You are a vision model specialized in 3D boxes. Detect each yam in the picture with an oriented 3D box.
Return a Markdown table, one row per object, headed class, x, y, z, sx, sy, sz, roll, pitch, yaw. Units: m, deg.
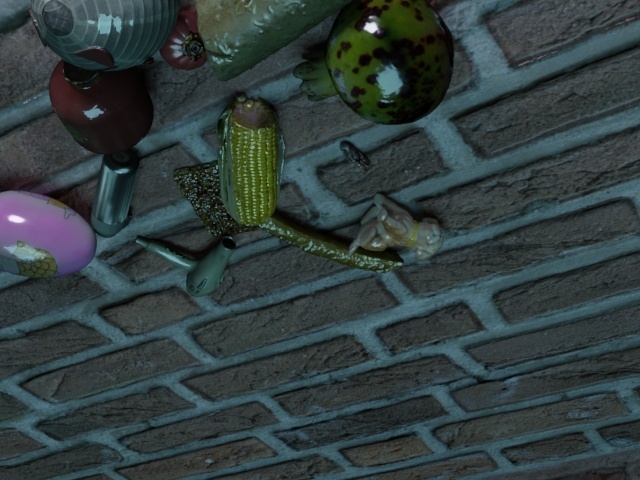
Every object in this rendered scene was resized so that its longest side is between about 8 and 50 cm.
| class | x | y | z | sx | sy | sz | roll | pitch | yaw |
| --- | --- | --- | --- | --- | --- | --- | --- | --- | --- |
| yam | -0.089 | -0.402 | 1.523 | 0.304 | 0.168 | 0.168 | -25 | 133 | 29 |

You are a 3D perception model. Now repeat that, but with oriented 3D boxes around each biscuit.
| class | x | y | z | sx | sy | sz | roll | pitch | yaw |
| --- | --- | --- | --- | --- | --- | --- | --- | --- | --- |
| biscuit | -0.232 | -0.088 | 2.026 | 0.131 | 0.025 | 0.231 | -11 | 139 | 17 |

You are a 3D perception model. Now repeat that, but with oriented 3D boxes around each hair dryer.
| class | x | y | z | sx | sy | sz | roll | pitch | yaw |
| --- | --- | --- | --- | --- | --- | --- | --- | --- | --- |
| hair dryer | -0.297 | 0.030 | 2.141 | 0.219 | 0.088 | 0.225 | -26 | 121 | 35 |

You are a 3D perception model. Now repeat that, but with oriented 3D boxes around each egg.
| class | x | y | z | sx | sy | sz | roll | pitch | yaw |
| --- | --- | --- | --- | --- | --- | --- | --- | --- | --- |
| egg | -0.643 | -0.013 | 2.020 | 0.271 | 0.196 | 0.196 | 2 | 141 | -9 |

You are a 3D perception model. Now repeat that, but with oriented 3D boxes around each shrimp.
| class | x | y | z | sx | sy | sz | roll | pitch | yaw |
| --- | --- | --- | --- | --- | --- | --- | --- | --- | --- |
| shrimp | 0.075 | -0.171 | 1.889 | 0.092 | 0.038 | 0.029 | 32 | 134 | -30 |

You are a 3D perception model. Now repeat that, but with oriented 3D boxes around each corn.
| class | x | y | z | sx | sy | sz | roll | pitch | yaw |
| --- | --- | --- | --- | --- | --- | --- | --- | --- | --- |
| corn | -0.147 | -0.161 | 1.863 | 0.123 | 0.122 | 0.305 | 17 | 137 | 10 |

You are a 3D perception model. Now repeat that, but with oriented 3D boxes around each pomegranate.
| class | x | y | z | sx | sy | sz | roll | pitch | yaw |
| --- | --- | --- | --- | --- | --- | --- | --- | --- | --- |
| pomegranate | 0.086 | -0.332 | 1.579 | 0.306 | 0.242 | 0.242 | 20 | 149 | 29 |

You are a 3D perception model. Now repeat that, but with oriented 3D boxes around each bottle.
| class | x | y | z | sx | sy | sz | roll | pitch | yaw |
| --- | --- | --- | --- | --- | --- | --- | --- | --- | --- |
| bottle | -0.451 | -0.103 | 1.986 | 0.096 | 0.079 | 0.253 | -7 | 146 | -28 |

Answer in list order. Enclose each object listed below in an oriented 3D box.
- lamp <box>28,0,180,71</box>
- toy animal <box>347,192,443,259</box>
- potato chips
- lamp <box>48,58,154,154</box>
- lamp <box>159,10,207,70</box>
| class | x | y | z | sx | sy | sz | roll | pitch | yaw |
| --- | --- | --- | --- | --- | --- | --- | --- | --- | --- |
| lamp | -0.365 | -0.394 | 1.493 | 0.265 | 0.233 | 0.233 | 18 | 149 | 29 |
| toy animal | 0.176 | -0.001 | 2.042 | 0.185 | 0.104 | 0.184 | 15 | 135 | -22 |
| potato chips | 0.000 | 0.000 | 2.090 | 0.407 | 0.057 | 0.080 | 21 | 125 | -19 |
| lamp | -0.415 | -0.266 | 1.699 | 0.180 | 0.180 | 0.258 | 0 | 159 | 4 |
| lamp | -0.245 | -0.364 | 1.635 | 0.108 | 0.092 | 0.107 | -15 | 126 | -23 |
